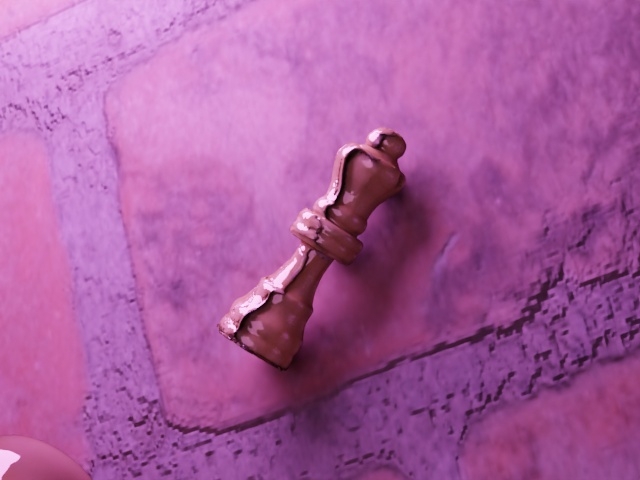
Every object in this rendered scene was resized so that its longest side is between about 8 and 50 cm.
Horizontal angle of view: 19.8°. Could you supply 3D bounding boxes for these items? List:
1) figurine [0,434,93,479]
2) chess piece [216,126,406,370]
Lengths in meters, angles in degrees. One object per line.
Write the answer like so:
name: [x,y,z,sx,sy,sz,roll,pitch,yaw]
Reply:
figurine: [-0.307,0.239,1.173,0.387,0.268,0.401,25,77,45]
chess piece: [0.001,0.000,1.194,0.060,0.060,0.172,33,91,31]
